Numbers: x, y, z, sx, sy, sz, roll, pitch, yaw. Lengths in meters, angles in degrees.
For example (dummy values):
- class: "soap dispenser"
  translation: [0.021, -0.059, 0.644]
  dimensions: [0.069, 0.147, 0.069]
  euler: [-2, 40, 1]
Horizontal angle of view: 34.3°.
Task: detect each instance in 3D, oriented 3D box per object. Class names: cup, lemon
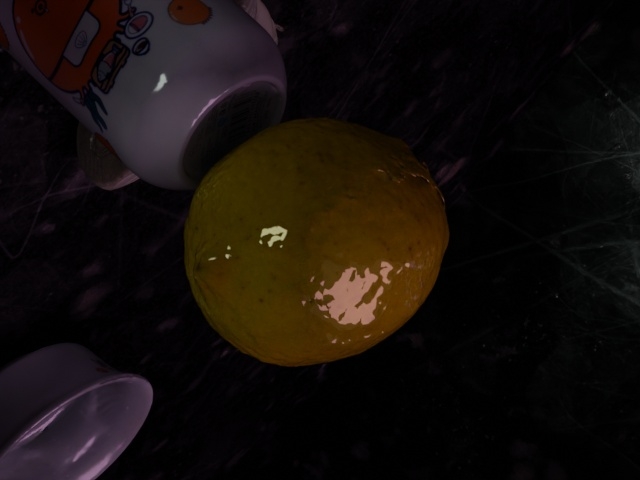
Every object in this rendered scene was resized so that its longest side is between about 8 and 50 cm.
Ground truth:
- class: "cup"
  translation: [-0.193, -0.209, 1.115]
  dimensions: [0.212, 0.317, 0.212]
  euler: [-39, 157, -20]
- class: "cup"
  translation: [-0.463, 0.298, 1.712]
  dimensions: [0.347, 0.163, 0.347]
  euler: [-39, 157, -20]
- class: "lemon"
  translation: [0.000, 0.000, 1.062]
  dimensions: [0.310, 0.253, 0.253]
  euler: [-23, 149, -43]

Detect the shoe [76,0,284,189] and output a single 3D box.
- class: "shoe"
  translation: [-0.174, -0.198, 1.418]
  dimensions: [0.342, 0.132, 0.210]
  euler: [-53, 155, 6]
